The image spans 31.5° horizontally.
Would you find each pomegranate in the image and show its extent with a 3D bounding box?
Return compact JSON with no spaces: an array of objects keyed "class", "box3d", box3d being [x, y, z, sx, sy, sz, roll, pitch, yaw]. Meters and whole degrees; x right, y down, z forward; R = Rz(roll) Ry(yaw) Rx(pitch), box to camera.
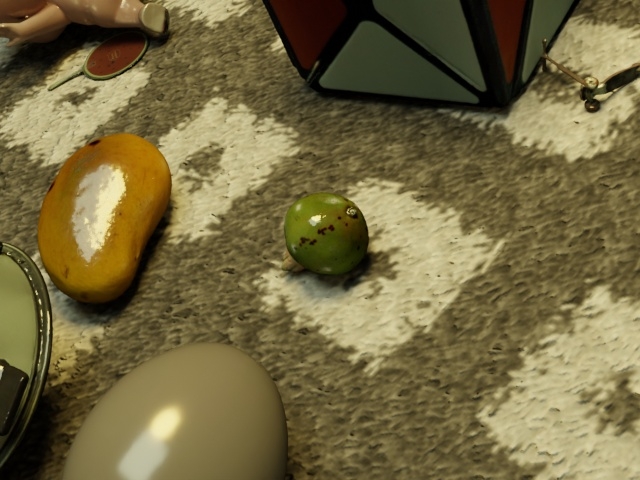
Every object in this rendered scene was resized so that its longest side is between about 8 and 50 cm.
[{"class":"pomegranate","box3d":[0.004,0.000,0.949,0.073,0.084,0.073,4,56,-5]}]

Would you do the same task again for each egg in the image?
[{"class":"egg","box3d":[-0.097,0.157,0.785,0.146,0.146,0.199,6,46,32]}]

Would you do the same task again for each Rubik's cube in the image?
[{"class":"Rubik's cube","box3d":[0.091,-0.294,1.043,0.248,0.250,0.246,13,57,33]}]

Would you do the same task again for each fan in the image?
[{"class":"fan","box3d":[-0.259,-0.206,1.322,0.133,0.005,0.085,-25,42,3]}]

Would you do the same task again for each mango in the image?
[{"class":"mango","box3d":[-0.206,-0.023,1.061,0.115,0.090,0.178,6,60,22]}]

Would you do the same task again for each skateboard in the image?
[{"class":"skateboard","box3d":[0.233,-0.154,0.997,0.064,0.032,0.083,-29,44,-15]}]

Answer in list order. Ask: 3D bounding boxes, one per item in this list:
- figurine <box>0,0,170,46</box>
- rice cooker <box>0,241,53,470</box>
[{"class":"figurine","box3d":[-0.304,-0.301,1.356,0.287,0.186,0.176,3,85,5]},{"class":"rice cooker","box3d":[-0.348,0.093,0.924,0.280,0.227,0.241,8,75,40]}]
